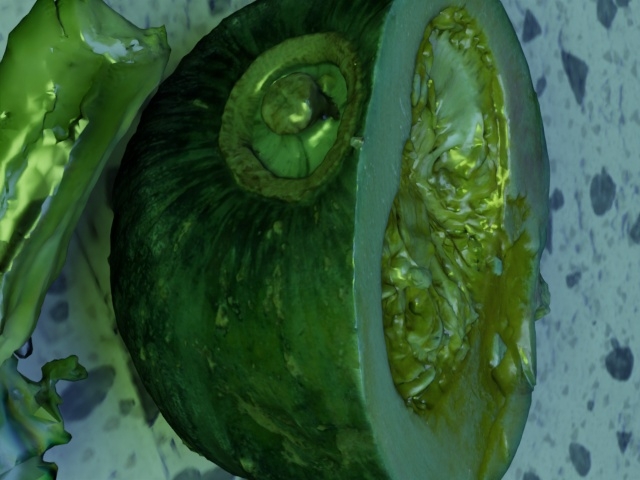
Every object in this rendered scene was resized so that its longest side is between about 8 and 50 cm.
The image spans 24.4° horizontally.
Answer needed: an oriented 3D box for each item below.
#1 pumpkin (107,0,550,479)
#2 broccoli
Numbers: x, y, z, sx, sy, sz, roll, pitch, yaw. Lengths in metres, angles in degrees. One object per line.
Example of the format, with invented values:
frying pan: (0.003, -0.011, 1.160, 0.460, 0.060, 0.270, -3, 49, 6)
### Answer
pumpkin: (0.000, 0.000, 0.834, 0.263, 0.197, 0.293, 32, 64, -54)
broccoli: (-0.176, 0.024, 0.631, 0.275, 0.177, 0.198, -59, 171, 31)
